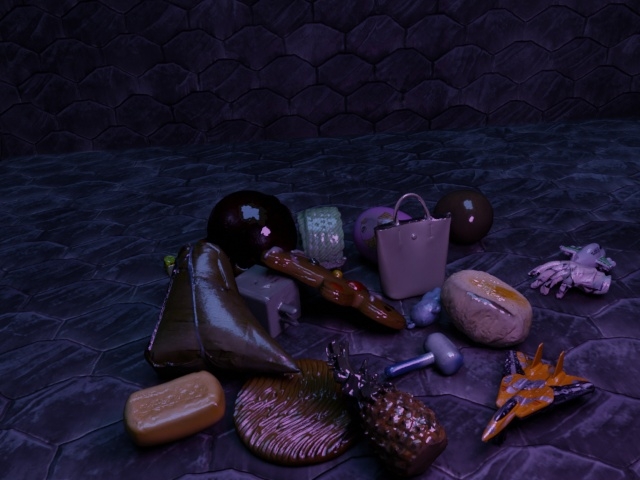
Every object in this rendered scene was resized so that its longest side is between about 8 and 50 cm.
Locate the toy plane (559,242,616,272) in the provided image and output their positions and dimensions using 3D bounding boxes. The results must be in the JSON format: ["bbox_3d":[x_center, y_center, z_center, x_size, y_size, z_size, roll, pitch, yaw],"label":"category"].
[{"bbox_3d":[0.840,0.055,1.717,0.174,0.080,0.174,-1,25,1],"label":"toy plane"}]

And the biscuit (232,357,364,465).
[{"bbox_3d":[-0.042,0.374,1.235,0.317,0.040,0.318,-3,26,1],"label":"biscuit"}]

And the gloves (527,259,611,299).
[{"bbox_3d":[0.729,0.107,1.604,0.212,0.111,0.127,15,36,18],"label":"gloves"}]

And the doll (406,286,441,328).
[{"bbox_3d":[0.310,0.193,1.532,0.075,0.120,0.179,53,29,7],"label":"doll"}]

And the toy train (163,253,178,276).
[{"bbox_3d":[-0.421,0.057,1.892,0.249,0.053,0.085,-19,39,-28],"label":"toy train"}]

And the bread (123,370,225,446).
[{"bbox_3d":[-0.317,0.377,1.196,0.217,0.098,0.147,-14,30,-15],"label":"bread"}]

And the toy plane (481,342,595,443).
[{"bbox_3d":[0.433,0.352,1.171,0.204,0.103,0.316,20,42,41],"label":"toy plane"}]

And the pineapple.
[{"bbox_3d":[0.113,0.330,1.123,0.141,0.170,0.310,-49,52,2],"label":"pineapple"}]

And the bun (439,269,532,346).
[{"bbox_3d":[0.423,0.184,1.425,0.243,0.153,0.244,20,18,-7],"label":"bun"}]

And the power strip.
[{"bbox_3d":[-0.137,0.176,1.524,0.224,0.139,0.140,15,32,32],"label":"power strip"}]

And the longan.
[{"bbox_3d":[0.507,-0.083,1.905,0.196,0.197,0.220,-13,19,-18],"label":"longan"}]

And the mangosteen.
[{"bbox_3d":[-0.240,0.007,1.733,0.307,0.307,0.347,26,70,44],"label":"mangosteen"}]

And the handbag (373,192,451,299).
[{"bbox_3d":[0.274,0.017,1.598,0.241,0.315,0.109,-11,30,-13],"label":"handbag"}]

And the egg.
[{"bbox_3d":[0.234,-0.008,1.787,0.271,0.196,0.196,13,31,26],"label":"egg"}]

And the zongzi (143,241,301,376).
[{"bbox_3d":[-0.220,0.168,1.384,0.392,0.174,0.356,-2,59,13],"label":"zongzi"}]

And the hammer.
[{"bbox_3d":[0.245,0.296,1.333,0.193,0.070,0.116,-16,30,-13],"label":"hammer"}]

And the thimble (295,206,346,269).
[{"bbox_3d":[0.000,0.000,1.786,0.150,0.219,0.219,-6,27,-3],"label":"thimble"}]

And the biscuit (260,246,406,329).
[{"bbox_3d":[0.056,0.122,1.535,0.432,0.064,0.283,27,7,21],"label":"biscuit"}]
